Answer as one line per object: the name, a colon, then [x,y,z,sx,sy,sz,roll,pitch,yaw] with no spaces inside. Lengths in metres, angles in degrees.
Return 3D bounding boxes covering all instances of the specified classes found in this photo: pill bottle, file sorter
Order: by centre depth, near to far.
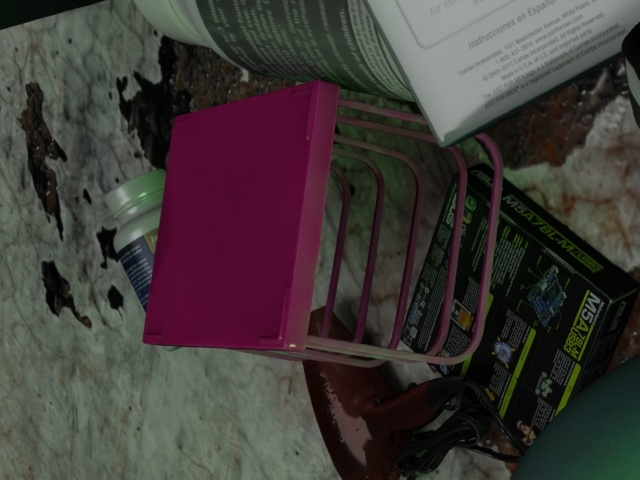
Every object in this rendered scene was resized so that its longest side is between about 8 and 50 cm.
pill bottle: [0.018,-0.221,1.434,0.361,0.204,0.204,14,118,44]
file sorter: [0.000,0.000,1.503,0.290,0.182,0.202,-5,76,63]
pill bottle: [-0.151,0.018,1.832,0.094,0.094,0.169,-34,81,51]

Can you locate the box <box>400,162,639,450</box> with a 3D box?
box: [0.162,0.062,1.531,0.184,0.045,0.191,39,133,28]

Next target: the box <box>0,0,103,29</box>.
box: [-0.319,-0.378,1.665,0.179,0.312,0.343,33,129,36]

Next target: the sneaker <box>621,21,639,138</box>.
sneaker: [0.303,-0.017,1.094,0.169,0.447,0.258,-9,81,24]

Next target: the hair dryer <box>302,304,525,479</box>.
hair dryer: [0.077,0.156,1.645,0.293,0.080,0.224,39,132,34]

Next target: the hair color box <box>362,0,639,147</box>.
hair color box: [0.080,-0.269,1.164,0.185,0.113,0.375,-28,90,22]

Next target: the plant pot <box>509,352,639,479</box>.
plant pot: [0.239,0.231,1.350,0.290,0.195,0.290,38,135,52]
